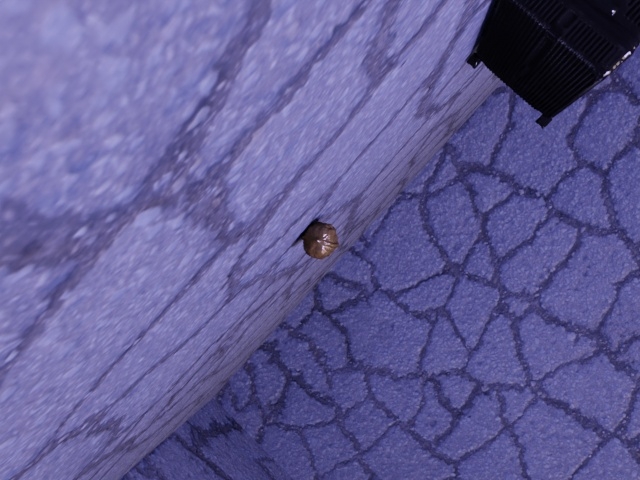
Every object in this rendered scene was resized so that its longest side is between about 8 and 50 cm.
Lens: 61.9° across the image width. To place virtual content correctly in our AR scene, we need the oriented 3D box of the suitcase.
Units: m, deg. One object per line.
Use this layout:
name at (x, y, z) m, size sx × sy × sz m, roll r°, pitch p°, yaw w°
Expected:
suitcase at (0.420, -0.360, 0.973) m, size 0.152 × 0.229 × 0.335 m, roll -48°, pitch 174°, yaw 6°

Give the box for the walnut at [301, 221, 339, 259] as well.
walnut at (0.000, 0.000, 1.132) m, size 0.096 × 0.082 × 0.079 m, roll 2°, pitch 102°, yaw -81°
